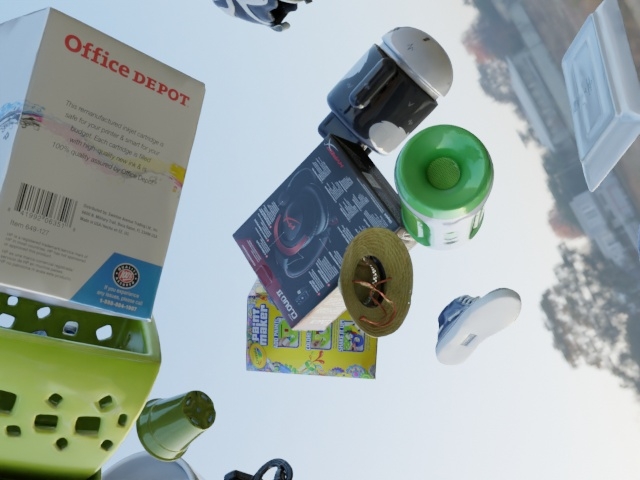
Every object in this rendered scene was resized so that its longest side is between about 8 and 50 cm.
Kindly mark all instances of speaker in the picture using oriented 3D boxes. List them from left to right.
[{"bbox_3d":[0.167,-0.064,1.136,0.131,0.131,0.296,65,-177,12],"label":"speaker"}]

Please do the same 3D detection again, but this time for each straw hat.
[{"bbox_3d":[0.056,0.055,1.102,0.144,0.061,0.144,3,-94,-40],"label":"straw hat"}]

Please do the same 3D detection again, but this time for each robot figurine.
[{"bbox_3d":[0.122,-0.277,1.588,0.173,0.278,0.209,37,-164,-26],"label":"robot figurine"}]

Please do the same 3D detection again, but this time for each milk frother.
[{"bbox_3d":[-0.074,0.403,1.242,0.135,0.143,0.129,40,-136,-46],"label":"milk frother"}]

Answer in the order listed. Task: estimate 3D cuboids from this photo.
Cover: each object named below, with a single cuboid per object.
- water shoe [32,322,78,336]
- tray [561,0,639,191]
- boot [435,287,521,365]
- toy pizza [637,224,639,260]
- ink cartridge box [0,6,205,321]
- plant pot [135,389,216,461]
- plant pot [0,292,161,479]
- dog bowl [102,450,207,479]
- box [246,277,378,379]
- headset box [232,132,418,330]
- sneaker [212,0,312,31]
[{"bbox_3d":[-0.535,0.194,1.595,0.080,0.203,0.073,-40,-64,-60],"label":"water shoe"},{"bbox_3d":[0.383,-0.213,1.161,0.030,0.145,0.270,11,-129,-9],"label":"tray"},{"bbox_3d":[0.230,0.106,1.254,0.069,0.190,0.086,22,-134,-18],"label":"boot"},{"bbox_3d":[0.479,0.048,1.092,0.201,0.032,0.201,163,90,-88],"label":"toy pizza"},{"bbox_3d":[-0.241,-0.062,0.765,0.171,0.168,0.232,23,-104,-44],"label":"ink cartridge box"},{"bbox_3d":[-0.174,0.223,1.042,0.083,0.079,0.083,31,-138,-32],"label":"plant pot"},{"bbox_3d":[-0.319,0.156,0.911,0.228,0.207,0.227,16,-168,-21],"label":"plant pot"},{"bbox_3d":[-0.284,0.479,1.341,0.104,0.265,0.265,56,-160,-39],"label":"dog bowl"},{"bbox_3d":[-0.008,0.170,1.871,0.290,0.279,0.177,-75,-12,-75],"label":"box"},{"bbox_3d":[0.000,0.000,1.427,0.110,0.293,0.218,11,-142,-57],"label":"headset box"},{"bbox_3d":[-0.064,-0.389,1.132,0.153,0.235,0.094,35,-139,19],"label":"sneaker"}]
